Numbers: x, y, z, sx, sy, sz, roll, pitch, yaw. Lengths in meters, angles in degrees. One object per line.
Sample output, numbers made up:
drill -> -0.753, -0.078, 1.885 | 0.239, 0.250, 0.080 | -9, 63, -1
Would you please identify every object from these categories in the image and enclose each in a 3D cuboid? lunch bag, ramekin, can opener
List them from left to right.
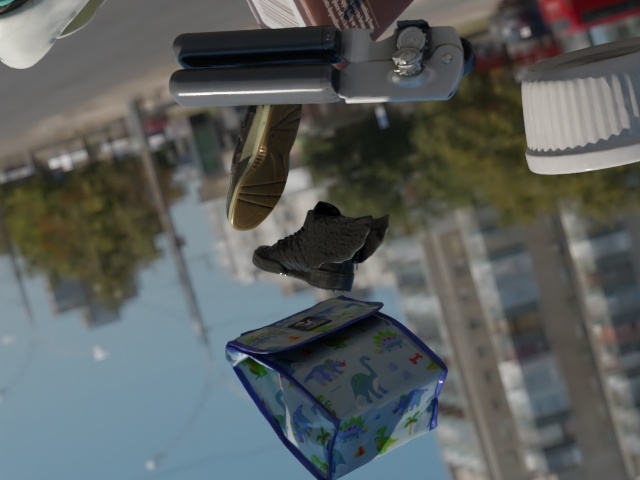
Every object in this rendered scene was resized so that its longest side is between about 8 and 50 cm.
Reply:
can opener -> 0.001, -0.154, 1.777 | 0.280, 0.074, 0.093 | 0, 160, 11
lunch bag -> 0.012, 0.112, 1.636 | 0.129, 0.096, 0.151 | -21, -134, -32
ramekin -> 0.313, -0.150, 2.065 | 0.207, 0.109, 0.207 | -13, -170, 2

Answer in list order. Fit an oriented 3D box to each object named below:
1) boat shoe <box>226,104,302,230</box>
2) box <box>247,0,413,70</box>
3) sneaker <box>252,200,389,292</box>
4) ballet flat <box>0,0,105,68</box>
boat shoe -> -0.061, -0.084, 1.918 | 0.056, 0.152, 0.049 | 6, -156, -39
box -> 0.073, -0.384, 2.086 | 0.381, 0.191, 0.143 | -46, -125, -12
sneaker -> -0.002, 0.000, 1.966 | 0.051, 0.089, 0.170 | 3, -170, -41
ballet flat -> -0.249, -0.342, 2.178 | 0.400, 0.139, 0.139 | -48, -162, -26
